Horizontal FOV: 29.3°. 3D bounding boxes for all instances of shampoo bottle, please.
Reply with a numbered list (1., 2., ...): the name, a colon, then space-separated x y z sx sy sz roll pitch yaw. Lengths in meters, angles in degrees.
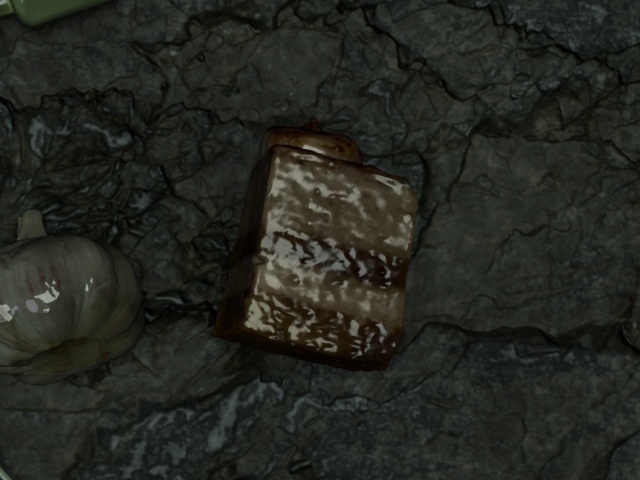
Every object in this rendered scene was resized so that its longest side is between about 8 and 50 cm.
1. shampoo bottle: -0.331 -0.302 1.473 0.162 0.079 0.079 -21 90 -10

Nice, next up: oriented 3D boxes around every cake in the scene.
1. cake: 0.000 0.000 1.460 0.199 0.196 0.293 12 80 -10

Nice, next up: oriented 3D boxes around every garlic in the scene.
1. garlic: -0.319 0.045 1.417 0.219 0.218 0.212 -17 61 -10

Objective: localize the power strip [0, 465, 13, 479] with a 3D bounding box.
1. power strip: -0.414 0.227 1.434 0.042 0.075 0.175 -40 95 -9
